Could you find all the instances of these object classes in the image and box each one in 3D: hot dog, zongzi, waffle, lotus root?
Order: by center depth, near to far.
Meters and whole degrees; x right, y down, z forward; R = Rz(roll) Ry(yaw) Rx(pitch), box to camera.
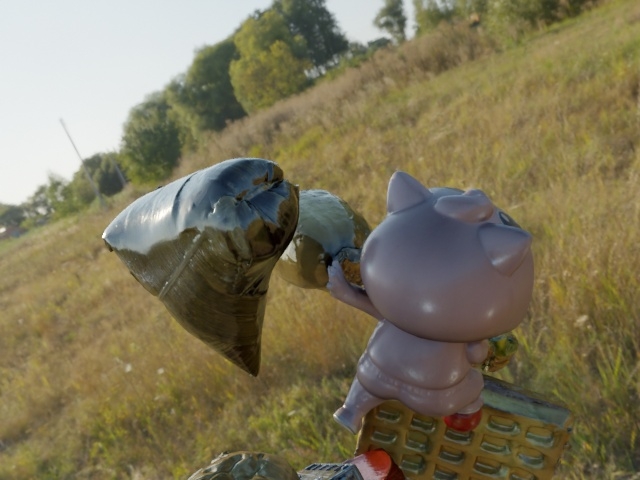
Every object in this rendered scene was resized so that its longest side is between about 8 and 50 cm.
[{"bbox_3d":[-0.088,0.054,0.724,0.286,0.288,0.134,-11,25,50],"label":"zongzi"},{"bbox_3d":[0.000,0.000,0.891,0.154,0.140,0.257,4,12,-26],"label":"lotus root"},{"bbox_3d":[0.231,0.322,1.048,0.328,0.224,0.098,14,27,10],"label":"waffle"},{"bbox_3d":[0.305,0.204,1.180,0.072,0.115,0.269,-65,-18,-10],"label":"hot dog"}]

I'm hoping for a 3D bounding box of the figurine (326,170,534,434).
[{"bbox_3d":[0.108,0.071,0.617,0.176,0.287,0.186,19,29,28],"label":"figurine"}]

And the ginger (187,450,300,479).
[{"bbox_3d":[-0.091,0.246,0.469,0.190,0.126,0.354,-13,-4,13],"label":"ginger"}]

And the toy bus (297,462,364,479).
[{"bbox_3d":[0.005,0.320,0.812,0.065,0.047,0.166,-23,-9,-25],"label":"toy bus"}]

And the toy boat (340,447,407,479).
[{"bbox_3d":[0.052,0.431,0.923,0.145,0.133,0.332,-17,1,31],"label":"toy boat"}]
